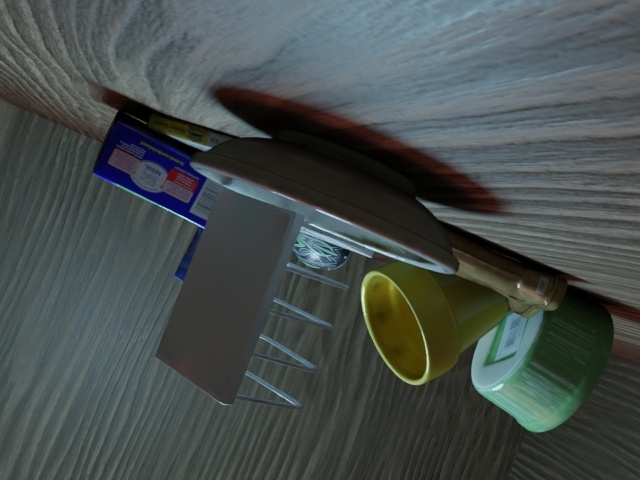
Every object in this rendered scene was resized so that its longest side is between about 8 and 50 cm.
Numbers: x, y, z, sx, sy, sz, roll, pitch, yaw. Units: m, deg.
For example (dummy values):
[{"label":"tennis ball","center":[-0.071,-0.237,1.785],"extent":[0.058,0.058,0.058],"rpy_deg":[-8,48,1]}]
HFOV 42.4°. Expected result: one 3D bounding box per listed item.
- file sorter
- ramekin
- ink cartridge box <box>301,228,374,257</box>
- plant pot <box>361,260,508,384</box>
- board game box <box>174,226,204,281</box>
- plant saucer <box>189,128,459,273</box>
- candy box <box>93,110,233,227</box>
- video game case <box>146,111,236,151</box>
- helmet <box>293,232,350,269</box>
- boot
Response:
[{"label":"file sorter","center":[-0.084,0.093,1.234],"extent":[0.173,0.277,0.193],"rpy_deg":[22,179,-41]},{"label":"ramekin","center":[0.448,0.229,1.716],"extent":[0.148,0.303,0.303],"rpy_deg":[31,177,-9]},{"label":"ink cartridge box","center":[0.011,-0.049,1.833],"extent":[0.219,0.092,0.160],"rpy_deg":[21,178,45]},{"label":"plant pot","center":[0.250,0.142,1.728],"extent":[0.239,0.253,0.254],"rpy_deg":[-20,-164,-21]},{"label":"board game box","center":[-0.216,0.002,1.788],"extent":[0.078,0.233,0.347],"rpy_deg":[28,174,-14]},{"label":"plant saucer","center":[0.019,-0.069,1.158],"extent":[0.401,0.100,0.400],"rpy_deg":[22,177,1]},{"label":"candy box","center":[-0.322,-0.147,1.702],"extent":[0.268,0.122,0.317],"rpy_deg":[28,-174,-17]},{"label":"video game case","center":[-0.163,-0.161,1.604],"extent":[0.248,0.035,0.275],"rpy_deg":[21,177,36]},{"label":"helmet","center":[0.000,0.000,2.264],"extent":[0.170,0.169,0.161],"rpy_deg":[23,-165,-7]},{"label":"boot","center":[0.302,0.050,1.554],"extent":[0.270,0.089,0.236],"rpy_deg":[22,167,-1]}]
